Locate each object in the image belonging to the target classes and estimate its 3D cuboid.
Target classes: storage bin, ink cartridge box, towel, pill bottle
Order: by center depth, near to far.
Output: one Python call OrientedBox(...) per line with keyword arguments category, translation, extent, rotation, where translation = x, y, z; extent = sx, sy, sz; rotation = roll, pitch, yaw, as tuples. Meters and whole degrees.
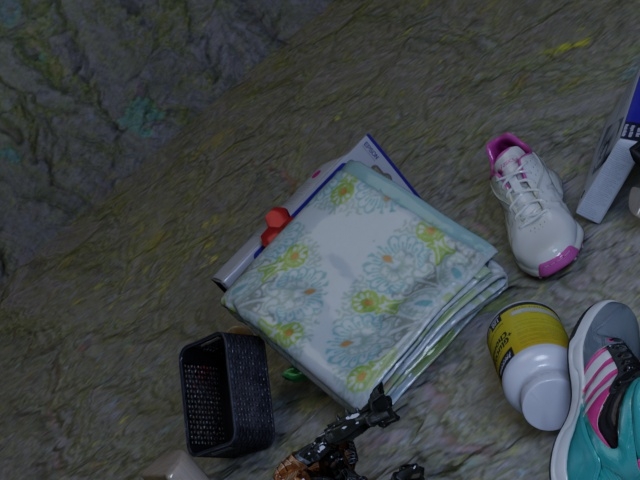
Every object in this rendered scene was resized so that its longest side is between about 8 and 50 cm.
OrientedBox(category="pill bottle", translation=(0.275, 0.160, 1.742), extent=(0.103, 0.103, 0.184), rotation=(-35, 22, 12))
OrientedBox(category="ink cartridge box", translation=(0.454, -0.171, 2.005), extent=(0.224, 0.045, 0.223), rotation=(114, -177, -46))
OrientedBox(category="towel", translation=(0.061, 0.067, 2.096), extent=(0.320, 0.090, 0.374), rotation=(-45, 48, -11))
OrientedBox(category="storage bin", translation=(-0.147, 0.243, 2.150), extent=(0.122, 0.084, 0.180), rotation=(-26, 63, 43))
OrientedBox(category="ink cartridge box", translation=(0.000, 0.000, 2.375), extent=(0.371, 0.176, 0.069), rotation=(-45, 21, -13))

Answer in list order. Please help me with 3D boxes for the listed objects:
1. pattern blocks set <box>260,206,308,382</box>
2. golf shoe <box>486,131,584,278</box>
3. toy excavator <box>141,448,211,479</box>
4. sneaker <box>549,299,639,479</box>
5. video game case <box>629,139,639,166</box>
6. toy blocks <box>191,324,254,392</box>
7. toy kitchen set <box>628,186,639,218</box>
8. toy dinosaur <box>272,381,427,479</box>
OrientedBox(category="pattern blocks set", translation=(0.013, 0.078, 2.195), extent=(0.285, 0.026, 0.325), rotation=(-5, 57, 20))
OrientedBox(category="golf shoe", translation=(0.305, -0.055, 2.052), extent=(0.115, 0.140, 0.306), rotation=(-33, 25, 13))
OrientedBox(category="toy excavator", translation=(-0.333, 0.504, 1.958), extent=(0.433, 0.222, 0.445), rotation=(-39, 14, -2))
OrientedBox(category="sneaker", translation=(0.366, 0.166, 1.555), extent=(0.178, 0.124, 0.295), rotation=(-27, 33, 41))
OrientedBox(category="video game case", translation=(0.568, -0.110, 1.718), extent=(0.248, 0.035, 0.275), rotation=(-37, 46, -2))
OrientedBox(category="toy blocks", translation=(-0.181, 0.226, 2.399), extent=(0.123, 0.054, 0.148), rotation=(-27, 26, 27))
OrientedBox(category="toy kitchen set", translation=(0.535, -0.090, 1.833), extent=(0.207, 0.122, 0.166), rotation=(-62, 25, -1))
OrientedBox(category="toy dinosaur", translation=(0.018, 0.310, 1.741), extent=(0.218, 0.164, 0.322), rotation=(-26, 7, 5))
